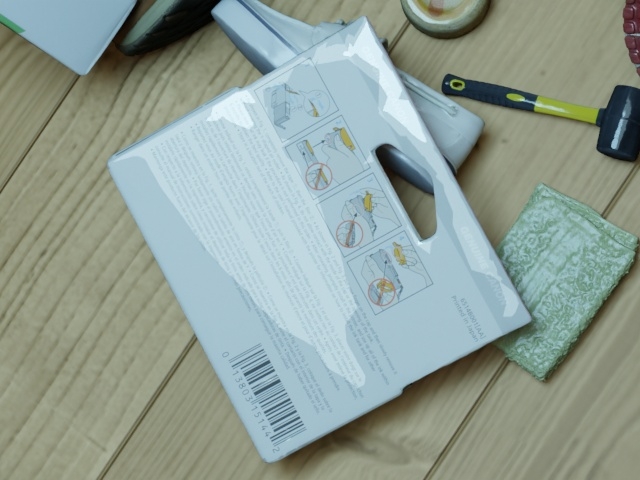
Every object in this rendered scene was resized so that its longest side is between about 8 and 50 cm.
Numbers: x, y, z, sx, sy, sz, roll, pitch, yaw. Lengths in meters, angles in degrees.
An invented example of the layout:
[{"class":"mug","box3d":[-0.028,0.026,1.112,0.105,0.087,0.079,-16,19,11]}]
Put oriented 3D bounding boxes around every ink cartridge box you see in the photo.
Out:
[{"class":"ink cartridge box","box3d":[-0.286,-0.251,1.684,0.092,0.160,0.219,-55,37,2]},{"class":"ink cartridge box","box3d":[0.000,0.000,1.595,0.261,0.066,0.296,-29,87,10]}]

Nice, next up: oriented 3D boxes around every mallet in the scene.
[{"class":"mallet","box3d":[0.192,-0.108,1.619,0.190,0.039,0.062,7,82,23]}]

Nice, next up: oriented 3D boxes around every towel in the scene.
[{"class":"towel","box3d":[0.191,0.035,1.588,0.110,0.027,0.148,34,88,20]}]

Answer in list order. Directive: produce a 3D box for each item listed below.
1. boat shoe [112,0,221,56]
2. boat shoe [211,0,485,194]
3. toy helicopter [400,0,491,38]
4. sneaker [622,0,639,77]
[{"class":"boat shoe","box3d":[-0.090,-0.296,1.650,0.324,0.122,0.120,-44,77,34]},{"class":"boat shoe","box3d":[0.025,-0.148,1.647,0.267,0.096,0.088,37,83,22]},{"class":"toy helicopter","box3d":[0.085,-0.355,1.677,0.235,0.140,0.355,-19,83,3]},{"class":"sneaker","box3d":[0.300,-0.216,1.581,0.088,0.093,0.225,-16,90,32]}]
